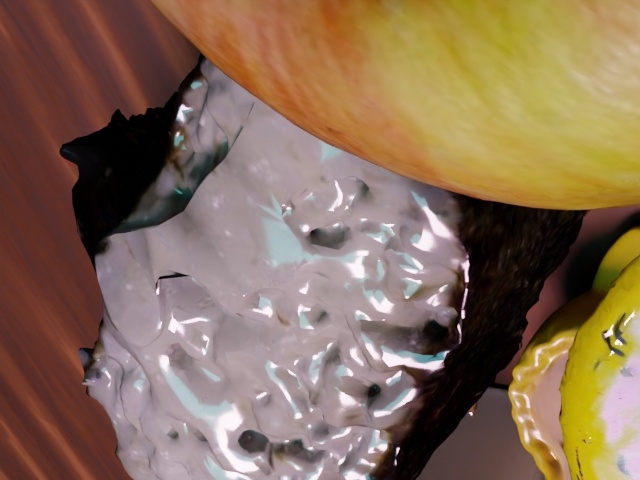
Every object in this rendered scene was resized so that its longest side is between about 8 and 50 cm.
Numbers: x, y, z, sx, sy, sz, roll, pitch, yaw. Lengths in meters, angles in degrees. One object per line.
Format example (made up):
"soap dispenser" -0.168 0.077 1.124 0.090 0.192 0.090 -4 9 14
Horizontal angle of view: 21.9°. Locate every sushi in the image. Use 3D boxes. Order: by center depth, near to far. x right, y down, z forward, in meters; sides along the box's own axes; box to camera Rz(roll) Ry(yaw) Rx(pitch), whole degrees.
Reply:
"sushi" 0.000 0.000 0.853 0.234 0.207 0.348 38 136 12

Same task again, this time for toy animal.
"toy animal" 0.216 0.108 0.888 0.229 0.156 0.156 35 143 11

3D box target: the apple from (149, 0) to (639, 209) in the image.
"apple" 0.092 -0.208 0.478 0.400 0.333 0.400 29 136 31

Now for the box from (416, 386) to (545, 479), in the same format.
"box" 0.092 0.247 1.054 0.106 0.203 0.252 7 136 25

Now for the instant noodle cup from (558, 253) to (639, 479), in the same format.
"instant noodle cup" 0.283 0.017 0.642 0.325 0.254 0.326 18 140 16
